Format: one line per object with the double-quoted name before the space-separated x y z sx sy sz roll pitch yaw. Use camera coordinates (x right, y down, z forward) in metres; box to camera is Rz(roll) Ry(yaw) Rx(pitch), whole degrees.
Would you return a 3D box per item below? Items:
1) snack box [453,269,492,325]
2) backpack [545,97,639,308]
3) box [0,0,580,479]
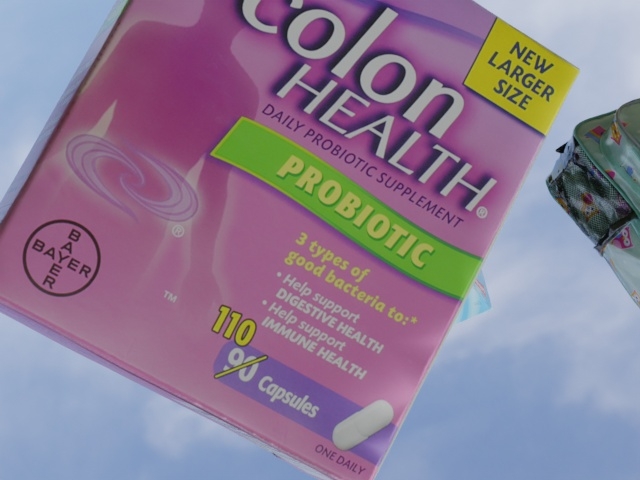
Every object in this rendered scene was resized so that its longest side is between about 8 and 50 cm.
"snack box" 0.000 0.000 1.284 0.187 0.322 0.060 -25 -132 18
"backpack" 0.296 -0.030 1.154 0.166 0.144 0.188 -19 -108 -23
"box" -0.028 -0.031 0.739 0.243 0.213 0.117 -62 -166 -10
